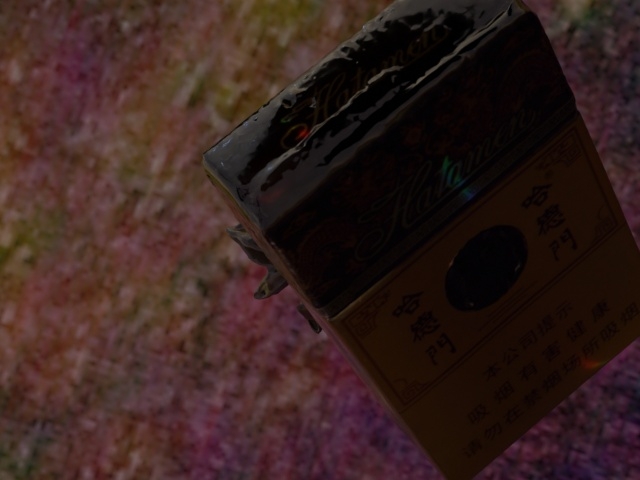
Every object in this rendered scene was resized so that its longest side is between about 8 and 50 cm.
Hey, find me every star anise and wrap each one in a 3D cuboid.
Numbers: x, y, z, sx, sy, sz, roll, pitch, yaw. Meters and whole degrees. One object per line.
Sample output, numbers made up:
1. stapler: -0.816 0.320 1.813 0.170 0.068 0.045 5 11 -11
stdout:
1. star anise: 0.001 0.000 1.609 0.231 0.209 0.089 -20 27 34

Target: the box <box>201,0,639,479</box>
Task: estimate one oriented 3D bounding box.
1. box: 0.108 0.002 1.219 0.264 0.415 0.116 -38 46 -5
